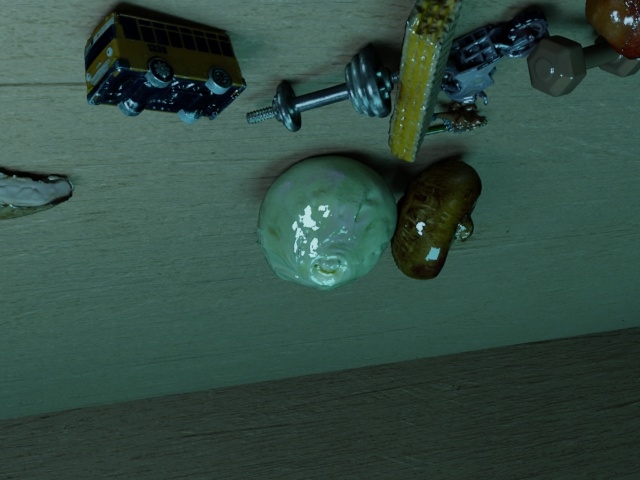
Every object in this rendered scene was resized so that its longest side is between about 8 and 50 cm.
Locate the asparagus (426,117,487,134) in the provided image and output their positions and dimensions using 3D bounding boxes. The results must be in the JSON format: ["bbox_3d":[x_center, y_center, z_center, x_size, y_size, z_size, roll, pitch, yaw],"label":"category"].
[{"bbox_3d":[0.250,-0.212,1.593,0.127,0.015,0.018,-10,167,-6],"label":"asparagus"}]

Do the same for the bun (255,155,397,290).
[{"bbox_3d":[0.023,-0.014,1.614,0.283,0.179,0.283,-9,125,-14],"label":"bun"}]

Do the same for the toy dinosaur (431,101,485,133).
[{"bbox_3d":[0.243,-0.219,1.531,0.154,0.049,0.055,-1,159,-40],"label":"toy dinosaur"}]

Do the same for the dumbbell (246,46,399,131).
[{"bbox_3d":[0.003,-0.220,1.327,0.254,0.110,0.110,-14,159,17],"label":"dumbbell"}]

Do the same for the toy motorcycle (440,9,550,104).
[{"bbox_3d":[0.266,-0.281,1.354,0.215,0.080,0.122,-26,154,23],"label":"toy motorcycle"}]

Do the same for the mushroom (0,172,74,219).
[{"bbox_3d":[-0.519,-0.073,1.412,0.209,0.072,0.094,5,160,-39],"label":"mushroom"}]

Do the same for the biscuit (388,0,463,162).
[{"bbox_3d":[0.148,-0.235,1.262,0.054,0.094,0.379,22,160,8],"label":"biscuit"}]

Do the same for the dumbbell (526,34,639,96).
[{"bbox_3d":[0.423,-0.287,1.344,0.231,0.092,0.082,-20,128,-34],"label":"dumbbell"}]

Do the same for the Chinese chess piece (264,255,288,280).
[{"bbox_3d":[0.000,0.000,1.850,0.250,0.101,0.250,-12,158,-5],"label":"Chinese chess piece"}]

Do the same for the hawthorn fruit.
[{"bbox_3d":[0.460,-0.331,1.248,0.148,0.148,0.172,-16,151,7],"label":"hawthorn fruit"}]

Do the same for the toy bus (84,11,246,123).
[{"bbox_3d":[-0.211,-0.232,1.145,0.201,0.114,0.098,0,156,-42],"label":"toy bus"}]

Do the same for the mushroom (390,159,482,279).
[{"bbox_3d":[0.225,-0.046,1.711,0.153,0.253,0.253,27,151,-2],"label":"mushroom"}]
